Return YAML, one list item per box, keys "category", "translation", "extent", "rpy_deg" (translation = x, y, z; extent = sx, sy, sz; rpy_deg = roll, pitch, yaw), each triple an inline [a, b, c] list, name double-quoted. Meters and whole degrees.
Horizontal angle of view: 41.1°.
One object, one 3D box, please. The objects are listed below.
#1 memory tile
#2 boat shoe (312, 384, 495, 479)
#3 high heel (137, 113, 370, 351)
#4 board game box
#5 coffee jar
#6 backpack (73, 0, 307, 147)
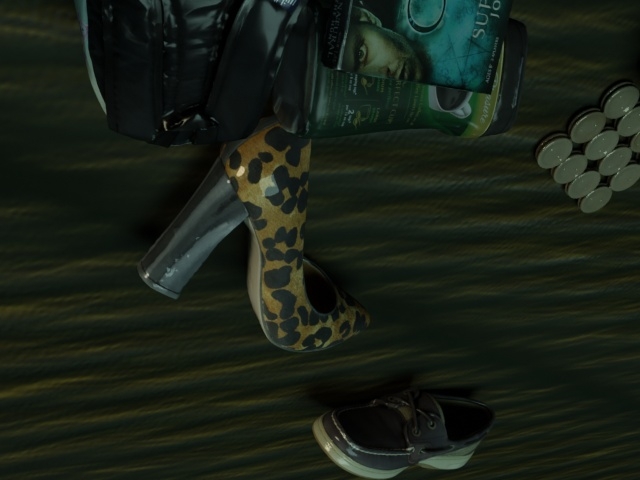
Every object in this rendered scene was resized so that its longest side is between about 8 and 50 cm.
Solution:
- category: "memory tile"
  translation: [0.279, -0.088, 0.835]
  extent: [0.113, 0.012, 0.148]
  rpy_deg: [-39, 139, 16]
- category: "boat shoe"
  translation: [0.109, 0.221, 1.027]
  extent: [0.285, 0.103, 0.092]
  rpy_deg: [15, 121, -44]
- category: "high heel"
  translation: [0.000, 0.000, 0.725]
  extent: [0.261, 0.093, 0.186]
  rpy_deg: [23, 117, -43]
- category: "board game box"
  translation: [0.074, -0.191, 0.532]
  extent: [0.126, 0.026, 0.186]
  rpy_deg: [2, 107, -30]
- category: "coffee jar"
  translation: [0.061, -0.122, 0.616]
  extent: [0.184, 0.079, 0.096]
  rpy_deg: [-3, 109, -26]
- category: "backpack"
  translation: [-0.073, -0.146, 0.493]
  extent: [0.151, 0.115, 0.182]
  rpy_deg: [6, 128, -7]
